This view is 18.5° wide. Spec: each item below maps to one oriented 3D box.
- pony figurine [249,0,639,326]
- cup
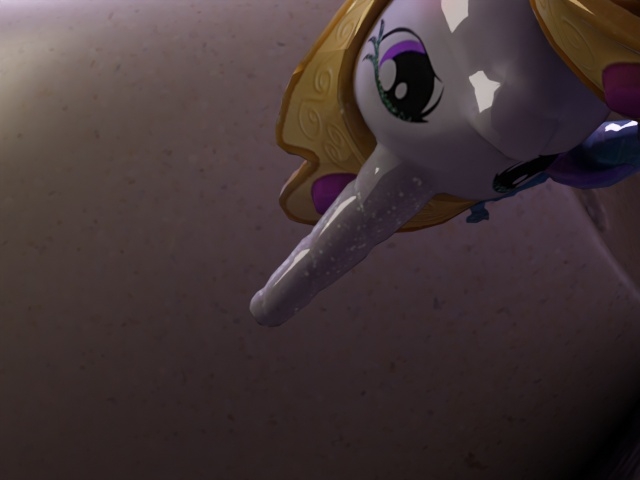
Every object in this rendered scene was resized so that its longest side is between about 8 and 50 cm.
[{"bbox_3d":[0.122,-0.132,0.415,0.351,0.303,0.363,-60,16,-13],"label":"pony figurine"},{"bbox_3d":[0.000,0.000,0.745,0.237,0.331,0.331,-25,10,23],"label":"cup"}]
